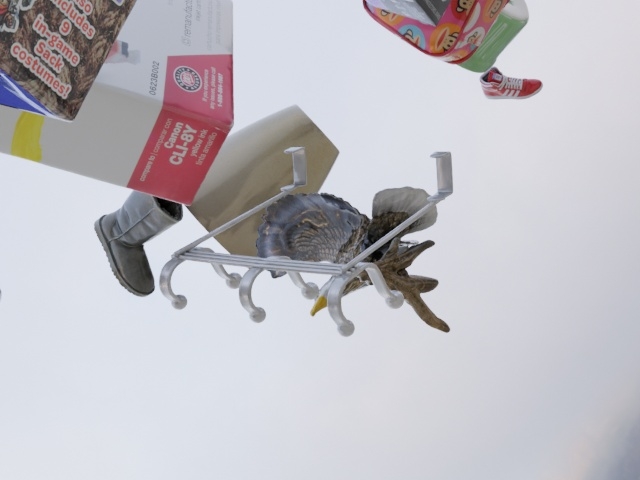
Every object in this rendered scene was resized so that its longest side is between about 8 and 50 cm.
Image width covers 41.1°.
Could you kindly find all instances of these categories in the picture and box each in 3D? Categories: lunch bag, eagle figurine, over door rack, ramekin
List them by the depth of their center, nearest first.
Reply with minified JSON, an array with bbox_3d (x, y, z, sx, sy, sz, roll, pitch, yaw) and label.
[{"bbox_3d":[0.000,0.000,1.016,0.324,0.240,0.108,-48,-45,-47],"label":"over door rack"},{"bbox_3d":[0.047,0.027,1.327,0.225,0.298,0.226,-18,-73,-16],"label":"eagle figurine"},{"bbox_3d":[0.205,-0.473,1.450,0.120,0.258,0.293,-3,-50,-58],"label":"lunch bag"},{"bbox_3d":[0.325,-0.539,1.917,0.303,0.303,0.148,1,-34,-46],"label":"ramekin"}]

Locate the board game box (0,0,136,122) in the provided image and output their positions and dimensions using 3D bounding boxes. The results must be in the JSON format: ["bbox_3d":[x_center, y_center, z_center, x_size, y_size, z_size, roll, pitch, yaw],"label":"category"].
[{"bbox_3d":[-0.197,-0.243,0.479,0.291,0.232,0.141,-66,-27,-13],"label":"board game box"}]

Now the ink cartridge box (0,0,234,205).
[{"bbox_3d":[-0.316,-0.238,1.094,0.385,0.279,0.160,15,-44,-22],"label":"ink cartridge box"}]

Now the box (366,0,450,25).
[{"bbox_3d":[0.155,-0.491,1.287,0.165,0.143,0.270,29,-91,-54],"label":"box"}]

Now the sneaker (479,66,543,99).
[{"bbox_3d":[0.367,-0.307,1.660,0.067,0.119,0.042,46,-131,-52],"label":"sneaker"}]

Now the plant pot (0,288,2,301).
[{"bbox_3d":[-0.420,0.049,0.745,0.229,0.263,0.263,36,-77,-19],"label":"plant pot"}]

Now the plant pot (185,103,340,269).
[{"bbox_3d":[-0.105,-0.123,1.632,0.274,0.256,0.256,-43,-33,4],"label":"plant pot"}]

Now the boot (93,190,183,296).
[{"bbox_3d":[-0.309,-0.008,1.546,0.208,0.189,0.076,-27,9,36],"label":"boot"}]
